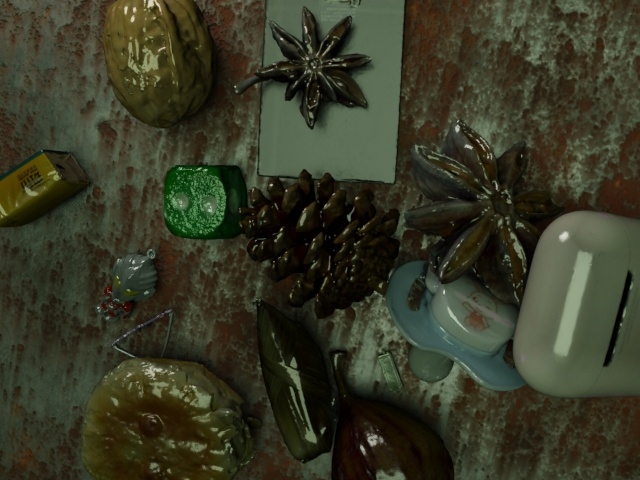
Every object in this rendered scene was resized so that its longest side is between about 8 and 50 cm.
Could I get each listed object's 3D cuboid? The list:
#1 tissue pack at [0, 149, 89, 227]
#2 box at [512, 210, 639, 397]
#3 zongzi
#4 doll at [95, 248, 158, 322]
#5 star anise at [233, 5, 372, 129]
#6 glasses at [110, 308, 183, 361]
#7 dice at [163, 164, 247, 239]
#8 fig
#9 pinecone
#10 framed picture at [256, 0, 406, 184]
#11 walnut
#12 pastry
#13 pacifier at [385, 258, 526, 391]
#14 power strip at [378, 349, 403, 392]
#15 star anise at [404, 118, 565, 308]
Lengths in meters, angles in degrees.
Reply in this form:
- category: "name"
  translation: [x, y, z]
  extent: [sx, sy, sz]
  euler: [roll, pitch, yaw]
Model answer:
- category: "tissue pack"
  translation: [-0.532, -0.094, 1.408]
  extent: [0.169, 0.120, 0.082]
  euler: [-31, 89, 9]
- category: "box"
  translation: [0.463, 0.107, 1.199]
  extent: [0.348, 0.141, 0.289]
  euler: [7, 100, -33]
- category: "zongzi"
  translation: [-0.047, 0.236, 1.276]
  extent: [0.112, 0.242, 0.221]
  euler: [-18, 54, 4]
- category: "doll"
  translation: [-0.360, 0.086, 1.426]
  extent: [0.094, 0.079, 0.180]
  euler: [42, 112, 2]
- category: "star anise"
  translation: [-0.026, -0.295, 1.313]
  extent: [0.231, 0.089, 0.209]
  euler: [9, 85, 2]
- category: "glasses"
  translation: [-0.314, 0.203, 1.434]
  extent: [0.139, 0.062, 0.104]
  euler: [-28, 92, 11]
- category: "dice"
  translation: [-0.205, -0.070, 1.356]
  extent: [0.120, 0.128, 0.131]
  euler: [1, 97, 10]
- category: "fig"
  translation: [0.090, 0.339, 1.349]
  extent: [0.217, 0.217, 0.321]
  euler: [-33, 62, 10]
- category: "pinecone"
  translation: [0.000, 0.000, 1.288]
  extent: [0.309, 0.244, 0.244]
  euler: [35, 100, 21]
- category: "framed picture"
  translation: [0.017, -0.276, 1.361]
  extent: [0.255, 0.014, 0.339]
  euler: [3, 97, 8]
- category: "walnut"
  translation: [-0.276, -0.319, 1.315]
  extent: [0.198, 0.198, 0.245]
  euler: [-15, 96, 10]
- category: "pastry"
  translation: [-0.288, 0.354, 1.401]
  extent: [0.329, 0.136, 0.330]
  euler: [2, 102, 9]
- category: "pacifier"
  translation: [0.223, 0.156, 1.306]
  extent: [0.287, 0.238, 0.226]
  euler: [30, 130, -5]
- category: "power strip"
  translation: [0.128, 0.238, 1.392]
  extent: [0.027, 0.017, 0.083]
  euler: [-18, 93, 9]
- category: "star anise"
  translation: [0.262, -0.045, 1.246]
  extent: [0.332, 0.331, 0.117]
  euler: [58, 144, 0]
